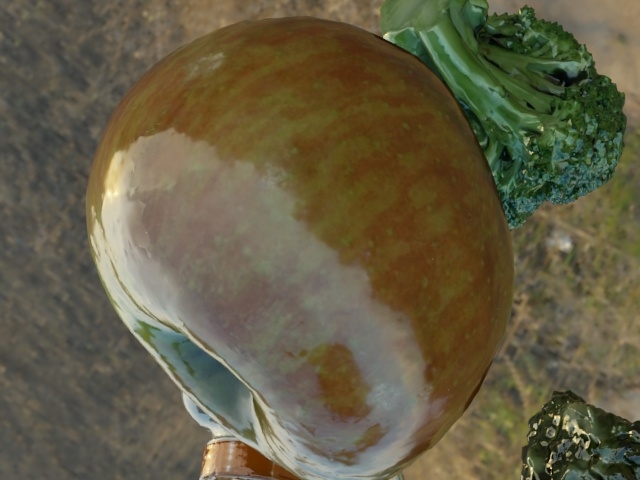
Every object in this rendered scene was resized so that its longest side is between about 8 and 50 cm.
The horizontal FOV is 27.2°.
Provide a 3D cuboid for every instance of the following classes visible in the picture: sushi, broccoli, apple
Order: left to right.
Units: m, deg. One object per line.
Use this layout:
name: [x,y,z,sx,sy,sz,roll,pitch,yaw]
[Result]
apple: [0.000,0.000,0.875,0.277,0.250,0.309,18,145,48]
broccoli: [0.118,-0.107,1.077,0.262,0.269,0.241,-1,141,35]
sushi: [0.431,0.337,1.834,0.294,0.178,0.352,28,174,-24]

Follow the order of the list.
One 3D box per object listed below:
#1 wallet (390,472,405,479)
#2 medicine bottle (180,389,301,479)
wallet: [0.083,0.380,1.862,0.068,0.274,0.335,-3,147,-13]
medicine bottle: [-0.037,0.082,1.179,0.157,0.288,0.157,7,157,3]
